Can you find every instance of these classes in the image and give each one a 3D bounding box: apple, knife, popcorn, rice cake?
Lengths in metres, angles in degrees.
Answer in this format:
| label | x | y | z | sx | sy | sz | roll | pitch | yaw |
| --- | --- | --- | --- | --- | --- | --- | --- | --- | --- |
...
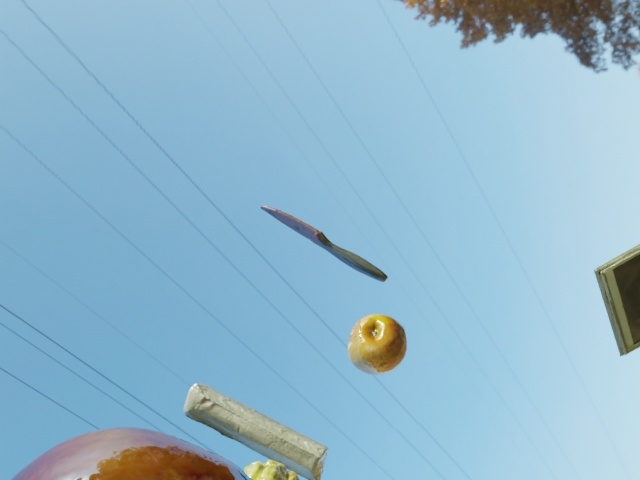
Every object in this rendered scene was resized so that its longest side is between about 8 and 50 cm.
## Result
| label | x | y | z | sx | sy | sz | roll | pitch | yaw |
| --- | --- | --- | --- | --- | --- | --- | --- | --- | --- |
| apple | 0.135 | 0.237 | 1.201 | 0.146 | 0.146 | 0.147 | 0 | -91 | -44 |
| knife | 0.000 | 0.000 | 0.829 | 0.018 | 0.247 | 0.035 | -51 | -19 | -27 |
| popcorn | -0.068 | 0.345 | 0.655 | 0.106 | 0.116 | 0.121 | -53 | -20 | -59 |
| rice cake | -0.105 | 0.313 | 0.848 | 0.052 | 0.256 | 0.057 | 45 | -111 | -81 |

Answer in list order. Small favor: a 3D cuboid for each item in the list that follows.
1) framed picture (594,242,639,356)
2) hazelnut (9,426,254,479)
| label | x | y | z | sx | sy | sz | roll | pitch | yaw |
| --- | --- | --- | --- | --- | --- | --- | --- | --- | --- |
| framed picture | 0.794 | 0.127 | 1.242 | 0.231 | 0.018 | 0.293 | -30 | -65 | 2 |
| hazelnut | -0.120 | 0.247 | 0.373 | 0.217 | 0.217 | 0.252 | -38 | -55 | -37 |
